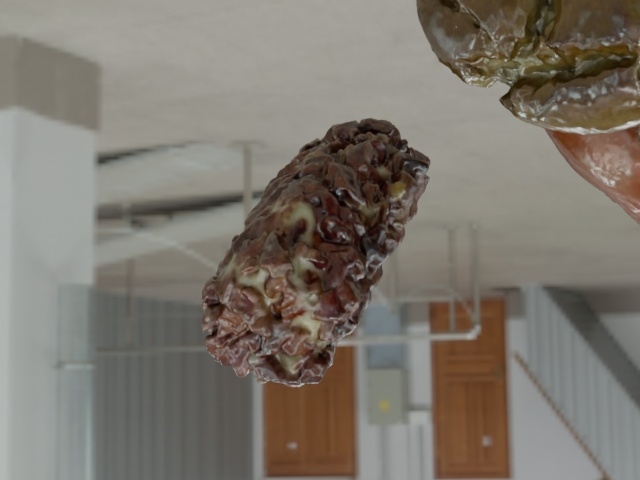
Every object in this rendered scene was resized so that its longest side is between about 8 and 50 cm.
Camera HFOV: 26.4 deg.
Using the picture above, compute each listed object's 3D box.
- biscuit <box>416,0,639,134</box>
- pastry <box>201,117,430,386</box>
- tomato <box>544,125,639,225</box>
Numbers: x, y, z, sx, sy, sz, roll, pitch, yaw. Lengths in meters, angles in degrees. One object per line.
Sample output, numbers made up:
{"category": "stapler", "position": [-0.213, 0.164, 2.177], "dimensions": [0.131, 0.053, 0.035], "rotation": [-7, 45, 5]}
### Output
{"category": "biscuit", "position": [0.111, -0.159, 0.602], "dimensions": [0.226, 0.226, 0.042], "rotation": [-8, -179, 45]}
{"category": "pastry", "position": [0.001, -0.001, 0.869], "dimensions": [0.097, 0.208, 0.115], "rotation": [41, 137, -9]}
{"category": "tomato", "position": [0.204, -0.100, 0.814], "dimensions": [0.236, 0.237, 0.095], "rotation": [5, 157, -35]}
